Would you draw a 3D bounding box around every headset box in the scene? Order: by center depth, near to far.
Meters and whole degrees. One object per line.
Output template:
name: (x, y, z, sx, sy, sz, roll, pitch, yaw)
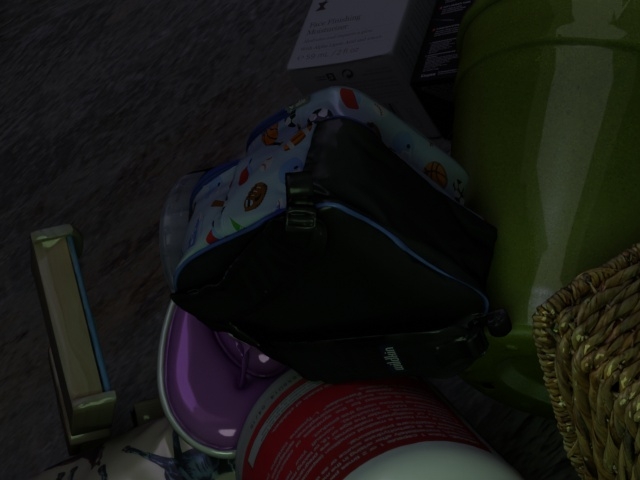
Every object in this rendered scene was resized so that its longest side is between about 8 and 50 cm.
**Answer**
headset box: (0.255, -0.274, 2.286, 0.218, 0.110, 0.293, -7, 48, 30)

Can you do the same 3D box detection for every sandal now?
sandal: (-0.049, 0.019, 1.936, 0.169, 0.102, 0.416, 21, 69, 9)

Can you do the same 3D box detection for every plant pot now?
plant pot: (0.272, -0.017, 1.868, 0.367, 0.366, 0.353, -1, 62, 35)

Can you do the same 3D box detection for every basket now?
basket: (0.352, 0.124, 1.691, 0.299, 0.213, 0.223, -30, 57, -24)

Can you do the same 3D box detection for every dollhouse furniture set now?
dollhouse furniture set: (-0.151, 0.086, 2.107, 0.303, 0.286, 0.198, -12, 75, -12)

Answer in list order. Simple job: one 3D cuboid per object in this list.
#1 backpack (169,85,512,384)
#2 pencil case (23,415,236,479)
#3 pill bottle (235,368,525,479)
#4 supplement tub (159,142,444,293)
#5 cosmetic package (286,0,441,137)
backpack: (0.000, 0.000, 1.748, 0.263, 0.276, 0.213, -26, 39, 36)
pencil case: (-0.223, 0.303, 2.022, 0.410, 0.160, 0.183, -25, 30, 13)
pill bottle: (0.071, 0.261, 1.711, 0.229, 0.229, 0.408, -38, 20, -3)
supplement tub: (-0.006, -0.010, 2.148, 0.316, 0.193, 0.193, -11, 46, 28)
cosmetic package: (0.076, -0.234, 2.343, 0.151, 0.151, 0.183, -6, 48, 30)
